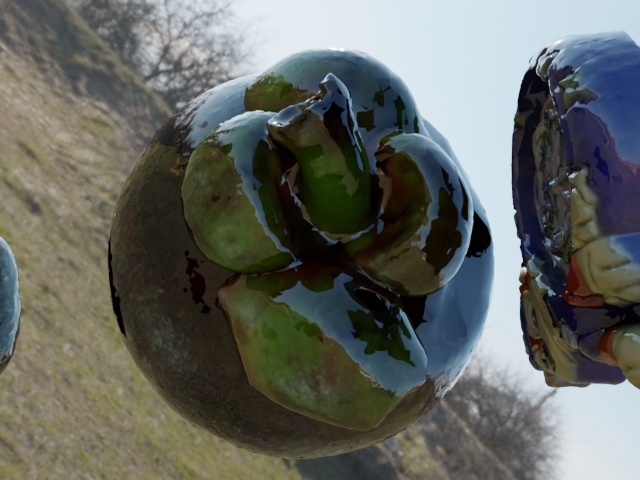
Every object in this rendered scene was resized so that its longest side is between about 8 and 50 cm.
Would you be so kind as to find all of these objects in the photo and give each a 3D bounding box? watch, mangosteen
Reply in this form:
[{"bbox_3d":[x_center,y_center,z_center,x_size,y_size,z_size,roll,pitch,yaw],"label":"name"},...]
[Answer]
[{"bbox_3d":[0.199,-0.022,0.376,0.196,0.200,0.171,58,23,-80],"label":"watch"},{"bbox_3d":[-0.012,0.009,0.576,0.311,0.311,0.311,45,-5,5],"label":"mangosteen"}]

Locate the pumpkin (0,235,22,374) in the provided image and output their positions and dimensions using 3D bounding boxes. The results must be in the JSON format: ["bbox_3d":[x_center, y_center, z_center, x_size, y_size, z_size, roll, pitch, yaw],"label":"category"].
[{"bbox_3d":[-0.521,0.112,1.074,0.242,0.325,0.232,-7,-42,46],"label":"pumpkin"}]
